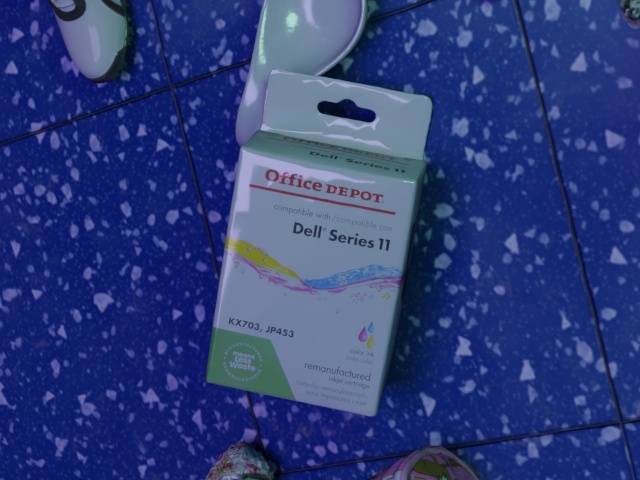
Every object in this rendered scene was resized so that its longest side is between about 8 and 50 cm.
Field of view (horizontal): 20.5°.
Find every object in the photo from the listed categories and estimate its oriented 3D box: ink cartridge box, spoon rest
[{"bbox_3d":[0.000,0.000,2.002,0.207,0.119,0.353,11,106,6],"label":"ink cartridge box"},{"bbox_3d":[-0.031,-0.208,2.053,0.137,0.084,0.276,35,117,26],"label":"spoon rest"}]

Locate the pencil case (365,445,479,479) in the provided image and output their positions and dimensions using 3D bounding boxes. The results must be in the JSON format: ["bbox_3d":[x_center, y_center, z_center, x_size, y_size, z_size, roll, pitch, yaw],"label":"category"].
[{"bbox_3d":[0.037,0.391,2.065,0.386,0.160,0.167,-42,80,32],"label":"pencil case"}]

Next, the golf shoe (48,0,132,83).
[{"bbox_3d":[-0.320,-0.326,2.218,0.105,0.120,0.272,-12,93,35],"label":"golf shoe"}]

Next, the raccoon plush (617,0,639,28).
[{"bbox_3d":[0.367,-0.350,1.609,0.216,0.299,0.446,-17,88,37],"label":"raccoon plush"}]

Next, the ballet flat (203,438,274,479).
[{"bbox_3d":[-0.139,0.342,2.242,0.241,0.091,0.077,-48,40,27],"label":"ballet flat"}]
